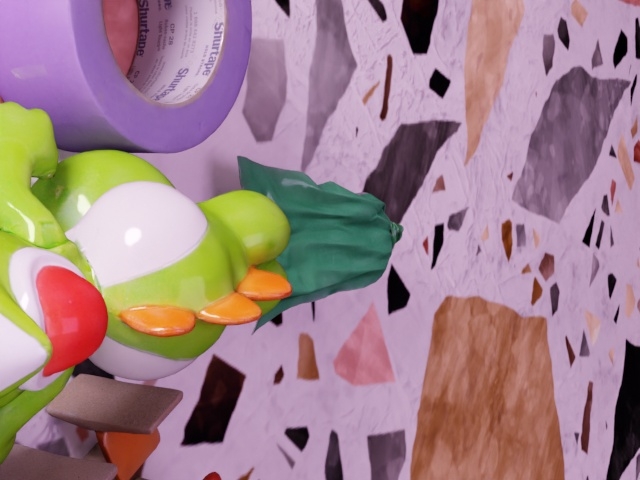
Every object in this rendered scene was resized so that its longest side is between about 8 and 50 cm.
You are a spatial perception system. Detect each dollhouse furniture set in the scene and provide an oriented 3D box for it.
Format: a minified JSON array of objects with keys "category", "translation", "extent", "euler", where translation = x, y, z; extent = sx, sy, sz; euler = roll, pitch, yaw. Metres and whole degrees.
[{"category":"dollhouse furniture set","translation":[-0.126,0.261,0.863],"extent":[0.259,0.135,0.262],"euler":[-48,131,-45]}]

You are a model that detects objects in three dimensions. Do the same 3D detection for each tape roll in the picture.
[{"category":"tape roll","translation":[-0.131,-0.151,0.881],"extent":[0.189,0.080,0.189],"euler":[-7,98,-56]}]

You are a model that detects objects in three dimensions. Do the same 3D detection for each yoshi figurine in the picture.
[{"category":"yoshi figurine","translation":[-0.188,0.026,0.770],"extent":[0.362,0.203,0.203],"euler":[-11,61,-43]}]

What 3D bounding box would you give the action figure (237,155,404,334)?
[{"category":"action figure","translation":[0.000,0.000,1.110],"extent":[0.232,0.063,0.137],"euler":[-3,93,-53]}]
